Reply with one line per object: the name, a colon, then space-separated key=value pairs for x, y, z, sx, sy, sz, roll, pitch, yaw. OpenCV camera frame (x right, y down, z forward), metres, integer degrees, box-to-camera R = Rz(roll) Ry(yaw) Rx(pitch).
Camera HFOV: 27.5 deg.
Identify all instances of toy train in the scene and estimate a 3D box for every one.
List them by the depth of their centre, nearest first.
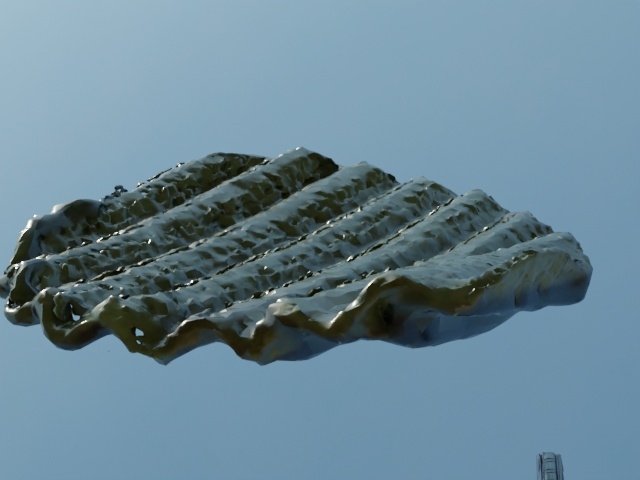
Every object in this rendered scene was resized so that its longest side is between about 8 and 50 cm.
toy train: x=0.131 y=0.141 z=0.738 sx=0.017 sy=0.083 sz=0.017 roll=-4 pitch=-79 yaw=9

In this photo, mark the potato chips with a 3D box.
potato chips: x=0.000 y=0.000 z=0.848 sx=0.358 sy=0.429 sz=0.070 roll=8 pitch=-75 yaw=26
